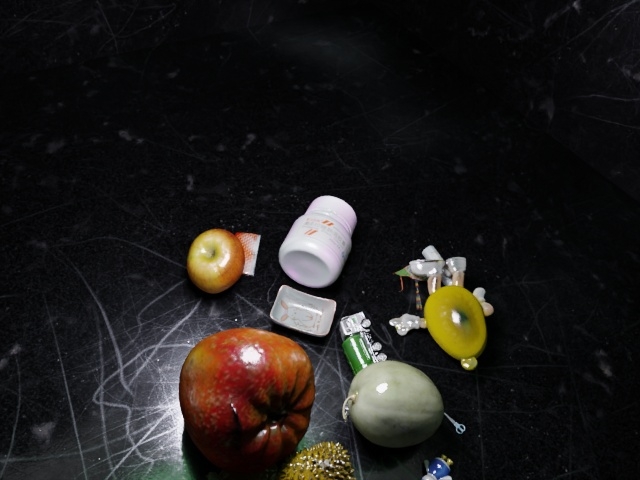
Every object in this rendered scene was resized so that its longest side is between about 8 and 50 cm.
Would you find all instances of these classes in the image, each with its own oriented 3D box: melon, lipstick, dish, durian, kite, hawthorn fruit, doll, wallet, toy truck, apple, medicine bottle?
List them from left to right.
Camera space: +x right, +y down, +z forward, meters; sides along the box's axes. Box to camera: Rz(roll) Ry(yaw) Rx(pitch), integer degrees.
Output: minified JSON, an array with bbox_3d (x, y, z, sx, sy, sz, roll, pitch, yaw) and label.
[{"bbox_3d":[-0.370,0.079,1.884,0.210,0.173,0.235,13,63,19],"label":"apple"},{"bbox_3d":[-0.227,0.441,1.503,0.402,0.403,0.403,6,49,-7],"label":"hawthorn fruit"},{"bbox_3d":[-0.294,0.050,2.027,0.103,0.020,0.197,6,51,-1],"label":"wallet"},{"bbox_3d":[-0.063,0.263,1.863,0.212,0.077,0.151,17,51,2],"label":"dish"},{"bbox_3d":[0.000,0.000,1.990,0.241,0.241,0.302,22,49,6],"label":"medicine bottle"},{"bbox_3d":[0.010,0.661,1.485,0.249,0.138,0.183,3,34,-40],"label":"durian"},{"bbox_3d":[0.143,0.375,1.803,0.125,0.101,0.243,-17,58,-10],"label":"toy truck"},{"bbox_3d":[0.224,0.502,1.613,0.308,0.272,0.272,36,49,-10],"label":"melon"},{"bbox_3d":[0.382,0.170,2.087,0.198,0.006,0.244,13,49,-2],"label":"kite"},{"bbox_3d":[0.345,0.710,1.592,0.098,0.058,0.143,24,46,37],"label":"doll"},{"bbox_3d":[0.459,0.239,1.939,0.348,0.161,0.423,15,63,21],"label":"doll"},{"bbox_3d":[0.500,0.135,2.110,0.059,0.059,0.264,-14,54,-23],"label":"lipstick"}]

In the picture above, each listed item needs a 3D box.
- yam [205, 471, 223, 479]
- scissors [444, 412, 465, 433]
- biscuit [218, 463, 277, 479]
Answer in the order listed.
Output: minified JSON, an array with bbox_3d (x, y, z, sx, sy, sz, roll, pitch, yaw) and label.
[{"bbox_3d":[-0.220,0.725,1.366,0.259,0.106,0.106,35,52,16],"label":"yam"},{"bbox_3d":[0.441,0.600,1.737,0.036,0.006,0.083,-30,62,-34],"label":"scissors"},{"bbox_3d":[-0.204,0.720,1.469,0.290,0.041,0.208,-2,52,-15],"label":"biscuit"}]
